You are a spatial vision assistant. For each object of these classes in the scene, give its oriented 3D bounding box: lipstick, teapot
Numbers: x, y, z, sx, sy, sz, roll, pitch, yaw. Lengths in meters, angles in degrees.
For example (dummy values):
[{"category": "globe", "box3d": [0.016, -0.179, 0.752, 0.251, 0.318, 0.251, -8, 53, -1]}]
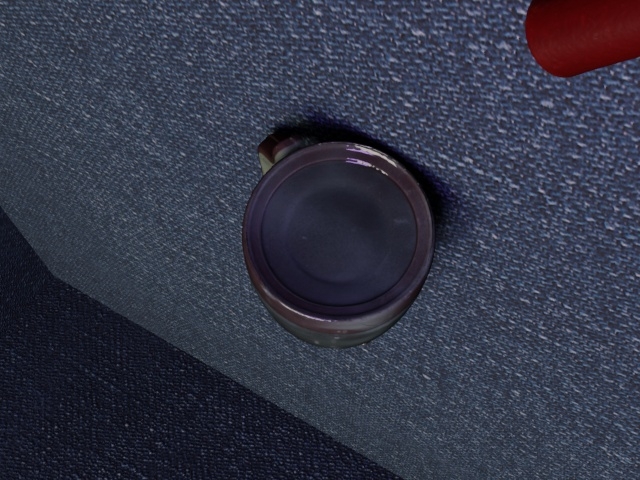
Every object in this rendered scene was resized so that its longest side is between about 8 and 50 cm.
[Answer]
[{"category": "lipstick", "box3d": [0.256, -0.177, 0.780, 0.080, 0.080, 0.241, 45, 157, -22]}, {"category": "teapot", "box3d": [0.000, 0.000, 1.402, 0.315, 0.233, 0.312, 62, 170, 16]}]
